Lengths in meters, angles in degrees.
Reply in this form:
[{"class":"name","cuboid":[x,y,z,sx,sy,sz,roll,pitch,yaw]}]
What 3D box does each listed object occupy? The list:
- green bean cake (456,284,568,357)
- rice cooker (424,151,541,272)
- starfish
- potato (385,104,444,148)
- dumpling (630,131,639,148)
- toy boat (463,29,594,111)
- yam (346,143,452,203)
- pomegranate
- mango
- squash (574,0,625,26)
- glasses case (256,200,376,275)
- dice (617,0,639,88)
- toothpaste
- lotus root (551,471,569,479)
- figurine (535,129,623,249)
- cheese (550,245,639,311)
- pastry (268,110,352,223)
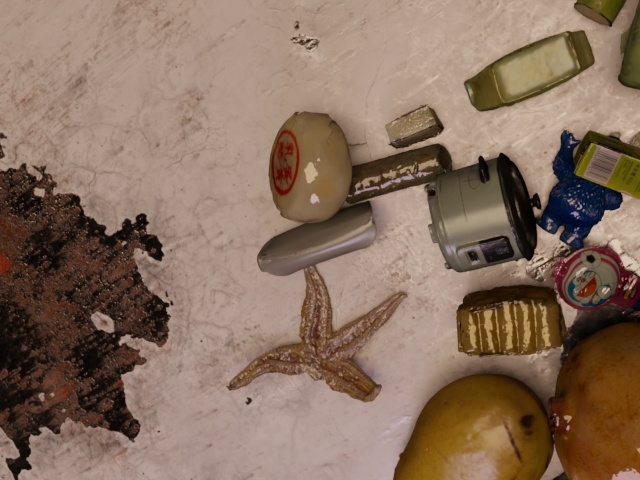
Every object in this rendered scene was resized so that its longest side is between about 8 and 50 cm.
[{"class":"green bean cake","cuboid":[0.417,0.172,1.635,0.229,0.224,0.131,-7,93,15]},{"class":"rice cooker","cuboid":[0.362,-0.056,1.606,0.227,0.241,0.280,-15,127,20]},{"class":"starfish","cuboid":[0.004,0.258,1.820,0.398,0.132,0.384,21,95,28]},{"class":"potato","cuboid":[0.212,-0.258,1.701,0.122,0.086,0.061,-22,78,20]},{"class":"dumpling","cuboid":[0.718,-0.154,1.559,0.134,0.100,0.169,-29,90,22]},{"class":"toy boat","cuboid":[0.451,-0.366,1.611,0.276,0.084,0.111,-20,95,17]},{"class":"yam","cuboid":[0.173,-0.156,1.720,0.259,0.093,0.093,-14,95,17]},{"class":"pomegranate","cuboid":[0.650,0.374,1.518,0.416,0.416,0.417,3,99,16]},{"class":"mango","cuboid":[0.334,0.496,1.714,0.301,0.220,0.445,47,111,2]},{"class":"squash","cuboid":[0.614,-0.548,1.535,0.095,0.095,0.188,32,101,9]},{"class":"glasses case","cuboid":[0.000,-0.002,1.788,0.308,0.128,0.083,-20,118,18]},{"class":"dice","cuboid":[0.730,-0.406,1.435,0.254,0.250,0.252,14,102,14]},{"class":"toothpaste","cuboid":[0.667,-0.120,1.471,0.327,0.110,0.077,23,114,8]},{"class":"lotus root","cuboid":[0.518,0.677,1.665,0.267,0.260,0.149,-44,86,18]},{"class":"figurine","cuboid":[0.570,-0.113,1.596,0.164,0.121,0.262,17,102,14]},{"class":"cheese","cuboid":[0.624,0.095,1.628,0.244,0.062,0.155,18,108,-7]},{"class":"pastry","cuboid":[-0.031,-0.165,1.712,0.133,0.265,0.265,1,102,-24]}]
